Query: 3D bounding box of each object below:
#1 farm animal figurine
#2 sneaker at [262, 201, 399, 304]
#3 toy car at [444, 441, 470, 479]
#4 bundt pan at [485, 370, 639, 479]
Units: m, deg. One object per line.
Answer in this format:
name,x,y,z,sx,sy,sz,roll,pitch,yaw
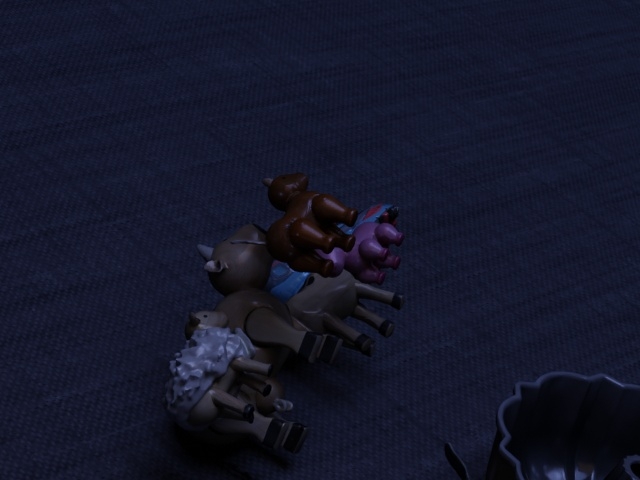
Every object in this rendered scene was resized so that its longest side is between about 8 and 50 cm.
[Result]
farm animal figurine,-0.057,0.081,1.774,0.172,0.330,0.326,21,72,20
sneaker,0.000,0.000,2.060,0.125,0.104,0.262,29,32,20
toy car,0.126,0.281,1.650,0.149,0.155,0.188,11,22,-12
bundt pan,0.314,0.284,1.748,0.331,0.124,0.331,16,29,-9
